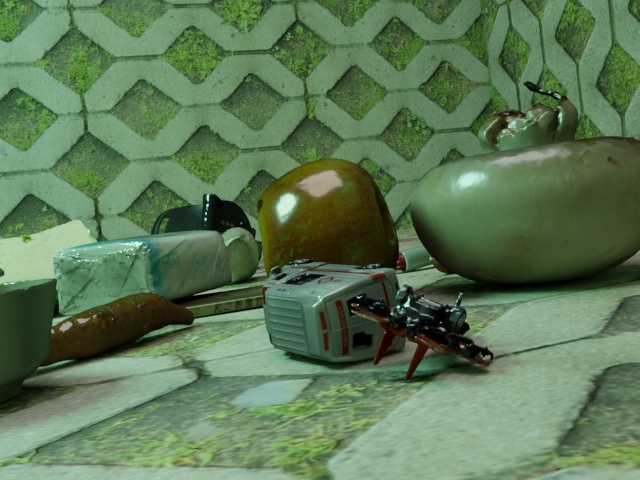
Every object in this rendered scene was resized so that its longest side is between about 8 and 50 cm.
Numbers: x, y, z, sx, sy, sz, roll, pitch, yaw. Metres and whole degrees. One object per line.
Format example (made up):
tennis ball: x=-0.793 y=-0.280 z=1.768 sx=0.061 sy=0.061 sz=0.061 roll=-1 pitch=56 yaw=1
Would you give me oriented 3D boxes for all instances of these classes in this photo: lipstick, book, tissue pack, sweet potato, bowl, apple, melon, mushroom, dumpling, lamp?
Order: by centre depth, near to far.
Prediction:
bowl: x=-0.359 y=0.106 z=0.703 sx=0.211 sy=0.112 sz=0.211 roll=-8 pitch=1 yaw=0
sweet potato: x=-0.269 y=0.109 z=0.921 sx=0.072 sy=0.066 sz=0.314 roll=-51 pitch=-16 yaw=23
apple: x=0.000 y=0.000 z=1.040 sx=0.207 sy=0.237 sz=0.237 roll=-21 pitch=0 yaw=12
mushroom: x=0.308 y=-0.088 z=1.058 sx=0.362 sy=0.295 sz=0.362 roll=-7 pitch=4 yaw=1
book: x=-0.179 y=0.106 z=1.251 sx=0.310 sy=0.021 sz=0.217 roll=-8 pitch=2 yaw=-13
tissue pack: x=-0.305 y=0.052 z=1.277 sx=0.201 sy=0.124 sz=0.271 roll=-4 pitch=2 yaw=20
sweet potato: x=0.263 y=0.030 z=1.367 sx=0.055 sy=0.058 sz=0.202 roll=40 pitch=28 yaw=20
lipstick: x=0.207 y=0.033 z=1.455 sx=0.186 sy=0.057 sz=0.063 roll=-14 pitch=5 yaw=-22
melon: x=-0.649 y=0.066 z=1.512 sx=0.343 sy=0.226 sz=0.331 roll=-24 pitch=23 yaw=-32
dumpling: x=-0.223 y=0.046 z=1.692 sx=0.166 sy=0.126 sz=0.216 roll=-23 pitch=7 yaw=-4
lamp: x=-0.338 y=0.000 z=1.984 sx=0.272 sy=0.205 sz=0.374 roll=-2 pitch=-13 yaw=18

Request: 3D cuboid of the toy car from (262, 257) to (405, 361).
toy car: x=-0.010 y=0.072 z=0.748 sx=0.108 sy=0.090 sz=0.209 roll=-15 pitch=9 yaw=-33

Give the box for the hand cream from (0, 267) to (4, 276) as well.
hand cream: x=-0.392 y=0.033 z=0.753 sx=0.088 sy=0.055 sz=0.256 roll=-4 pitch=-5 yaw=-17

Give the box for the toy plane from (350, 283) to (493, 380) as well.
toy plane: x=0.103 y=0.074 z=0.641 sx=0.130 sy=0.061 sz=0.189 roll=21 pitch=14 yaw=29
